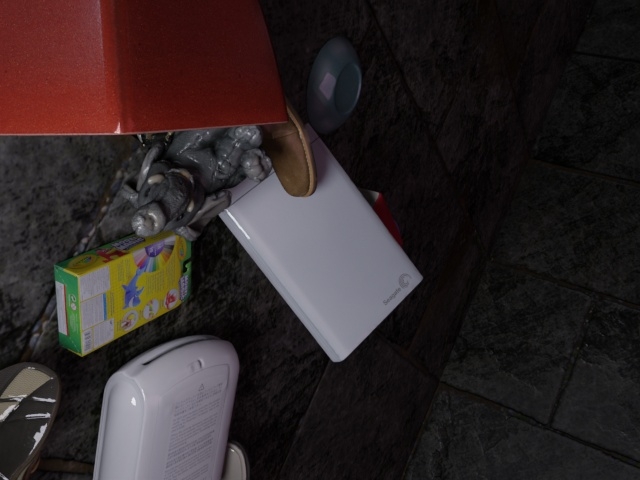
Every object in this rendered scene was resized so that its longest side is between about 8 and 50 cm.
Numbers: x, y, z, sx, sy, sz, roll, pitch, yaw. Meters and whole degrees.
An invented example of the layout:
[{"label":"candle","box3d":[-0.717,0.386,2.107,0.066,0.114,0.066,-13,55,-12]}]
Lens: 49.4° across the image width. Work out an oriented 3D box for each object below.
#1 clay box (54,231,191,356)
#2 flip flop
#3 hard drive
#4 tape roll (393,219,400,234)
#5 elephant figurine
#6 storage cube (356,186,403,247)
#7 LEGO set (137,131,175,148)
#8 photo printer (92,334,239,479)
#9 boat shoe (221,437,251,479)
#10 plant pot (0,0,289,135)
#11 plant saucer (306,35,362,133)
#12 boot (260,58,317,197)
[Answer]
[{"label":"clay box","box3d":[-0.278,0.062,1.014,0.222,0.053,0.127,-29,131,-54]},{"label":"flip flop","box3d":[-0.405,0.285,0.883,0.080,0.112,0.277,25,81,-88]},{"label":"hard drive","box3d":[0.000,0.000,1.209,0.233,0.047,0.353,-41,99,-28]},{"label":"tape roll","box3d":[0.088,0.066,1.642,0.275,0.090,0.274,-39,139,-47]},{"label":"elephant figurine","box3d":[-0.194,-0.078,0.955,0.239,0.169,0.186,-54,151,-24]},{"label":"storage cube","box3d":[0.030,0.005,1.397,0.215,0.184,0.193,-60,149,-18]},{"label":"LEGO set","box3d":[-0.239,-0.155,0.990,0.054,0.023,0.083,-53,165,-7]},{"label":"photo printer","box3d":[-0.252,0.311,1.155,0.256,0.107,0.307,-13,117,-59]},{"label":"boat shoe","box3d":[-0.196,0.511,1.397,0.095,0.112,0.335,-55,159,-63]},{"label":"plant pot","box3d":[-0.217,-0.238,0.751,0.267,0.267,0.235,-19,110,-57]},{"label":"plant saucer","box3d":[0.040,-0.304,1.383,0.195,0.037,0.195,-39,139,-46]},{"label":"boot","box3d":[-0.102,-0.188,1.087,0.115,0.112,0.305,-37,116,-29]}]
